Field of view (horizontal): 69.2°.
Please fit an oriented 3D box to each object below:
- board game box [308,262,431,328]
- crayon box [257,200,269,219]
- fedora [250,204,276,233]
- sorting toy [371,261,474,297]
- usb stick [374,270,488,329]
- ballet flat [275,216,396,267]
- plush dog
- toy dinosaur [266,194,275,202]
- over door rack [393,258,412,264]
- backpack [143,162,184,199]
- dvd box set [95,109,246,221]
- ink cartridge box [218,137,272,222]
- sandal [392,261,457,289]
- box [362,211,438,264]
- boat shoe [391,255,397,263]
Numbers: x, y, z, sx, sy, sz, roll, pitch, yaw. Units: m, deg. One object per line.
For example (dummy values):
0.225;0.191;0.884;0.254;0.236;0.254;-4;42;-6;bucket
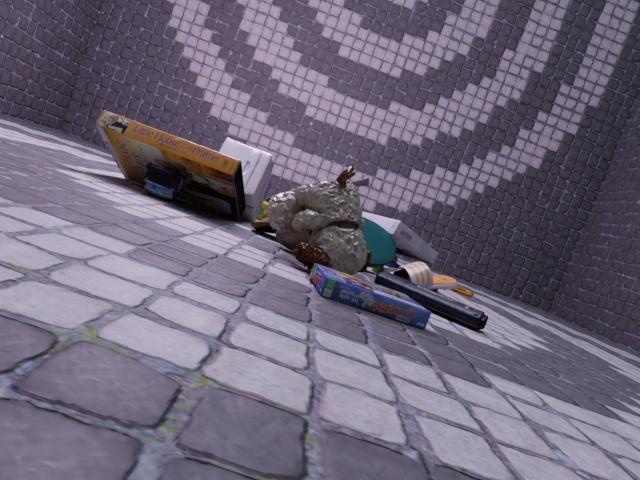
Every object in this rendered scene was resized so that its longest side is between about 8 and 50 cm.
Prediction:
0.086;0.099;0.857;0.201;0.035;0.136;20;4;-11;board game box
-0.251;-0.134;2.056;0.318;0.081;0.202;19;4;-10;crayon box
-0.119;-0.070;1.431;0.194;0.079;0.194;1;-10;0;fedora
0.323;0.137;1.514;0.347;0.047;0.196;20;9;35;sorting toy
0.259;0.141;1.113;0.278;0.045;0.077;23;4;25;usb stick
0.044;-0.004;1.402;0.182;0.164;0.482;-10;-13;35;ballet flat
0.036;-0.024;1.057;0.262;0.226;0.210;4;-25;-39;plush dog
-0.272;-0.169;2.205;0.268;0.118;0.064;20;20;8;toy dinosaur
0.183;0.046;1.767;0.239;0.108;0.324;25;-8;45;over door rack
-0.454;-0.163;1.344;0.105;0.084;0.114;20;-4;-8;backpack
-0.438;-0.215;1.422;0.420;0.062;0.308;21;-24;2;dvd box set
-0.276;-0.203;1.606;0.168;0.171;0.233;21;-23;0;ink cartridge box
0.297;0.098;1.360;0.265;0.076;0.102;0;17;-32;sandal
0.246;-0.019;1.705;0.232;0.058;0.322;35;-7;-32;box
0.248;0.052;2.134;0.223;0.080;0.073;25;-3;-15;boat shoe
